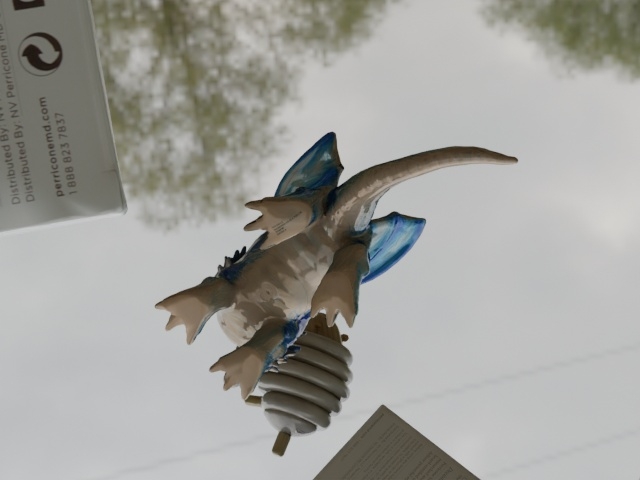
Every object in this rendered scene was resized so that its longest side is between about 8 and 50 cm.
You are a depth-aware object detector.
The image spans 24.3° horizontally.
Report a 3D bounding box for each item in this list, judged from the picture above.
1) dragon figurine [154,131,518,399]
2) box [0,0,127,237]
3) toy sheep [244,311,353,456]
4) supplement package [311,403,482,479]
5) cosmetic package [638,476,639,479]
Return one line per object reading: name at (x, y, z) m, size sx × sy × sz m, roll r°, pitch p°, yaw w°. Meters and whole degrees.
dragon figurine at (0.000, 0.000, 0.846) m, size 0.085 × 0.289 × 0.144 m, roll 44°, pitch -147°, yaw -1°
box at (-0.181, -0.088, 0.588) m, size 0.182 × 0.181 × 0.119 m, roll -11°, pitch -168°, yaw -9°
toy sheep at (-0.016, 0.124, 1.282) m, size 0.091 × 0.132 × 0.091 m, roll 16°, pitch 166°, yaw 4°
supplement package at (0.106, 0.280, 1.251) m, size 0.244 × 0.139 × 0.134 m, roll 36°, pitch -109°, yaw 24°
cosmetic package at (0.407, 0.388, 1.153) m, size 0.161 × 0.453 × 0.230 m, roll -18°, pitch 178°, yaw 1°
